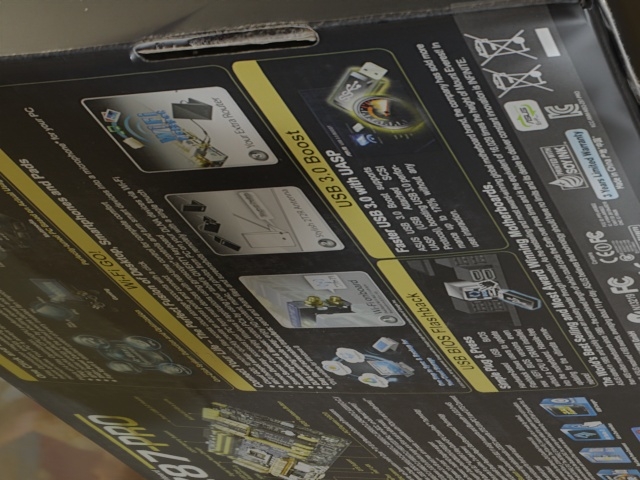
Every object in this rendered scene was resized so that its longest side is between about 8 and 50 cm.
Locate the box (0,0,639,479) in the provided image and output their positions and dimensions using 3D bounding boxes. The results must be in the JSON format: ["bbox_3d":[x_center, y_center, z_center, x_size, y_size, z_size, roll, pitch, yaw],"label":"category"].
[{"bbox_3d":[0.000,0.000,0.639,0.395,0.318,0.097,48,-137,-54],"label":"box"}]
